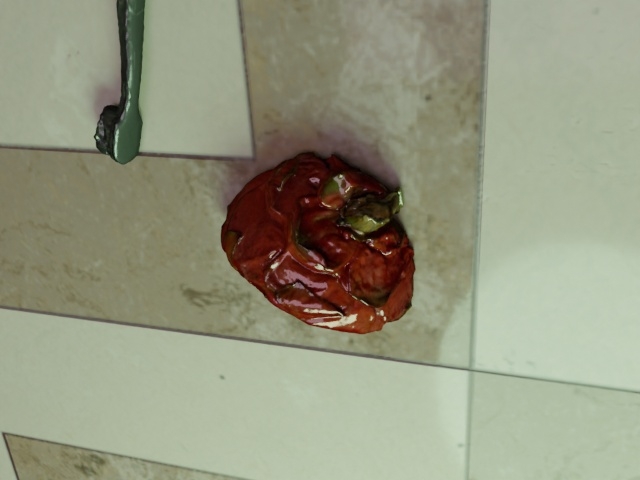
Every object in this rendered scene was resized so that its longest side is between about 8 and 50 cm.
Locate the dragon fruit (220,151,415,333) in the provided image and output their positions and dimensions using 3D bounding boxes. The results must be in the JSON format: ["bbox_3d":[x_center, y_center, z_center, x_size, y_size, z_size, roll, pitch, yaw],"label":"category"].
[{"bbox_3d":[0.000,0.000,0.520,0.162,0.083,0.106,29,120,6],"label":"dragon fruit"}]

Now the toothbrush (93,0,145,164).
[{"bbox_3d":[-0.128,-0.188,0.494,0.030,0.030,0.297,25,123,17],"label":"toothbrush"}]
